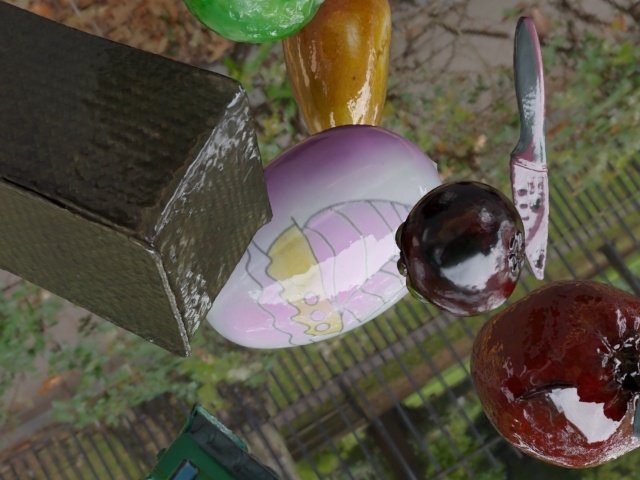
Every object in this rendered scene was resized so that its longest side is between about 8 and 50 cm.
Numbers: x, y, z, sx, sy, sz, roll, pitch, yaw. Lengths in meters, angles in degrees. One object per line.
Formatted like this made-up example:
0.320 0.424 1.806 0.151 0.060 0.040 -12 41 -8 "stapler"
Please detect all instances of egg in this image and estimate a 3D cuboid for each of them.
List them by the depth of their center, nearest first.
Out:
0.000 0.000 0.977 0.271 0.196 0.196 -34 170 -15 "egg"

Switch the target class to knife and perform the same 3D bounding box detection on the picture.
0.193 -0.081 0.904 0.035 0.248 0.018 -5 -168 -1 "knife"

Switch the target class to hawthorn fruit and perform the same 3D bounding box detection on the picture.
0.333 0.188 1.365 0.265 0.265 0.307 -25 177 -30 "hawthorn fruit"

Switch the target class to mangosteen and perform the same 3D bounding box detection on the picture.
0.080 0.004 0.572 0.081 0.081 0.081 -31 169 -7 "mangosteen"

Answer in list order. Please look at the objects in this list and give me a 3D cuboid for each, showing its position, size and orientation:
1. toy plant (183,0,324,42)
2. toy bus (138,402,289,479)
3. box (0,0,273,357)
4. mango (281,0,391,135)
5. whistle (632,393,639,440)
-0.082 -0.247 0.589 0.175 0.235 0.218 -65 -179 -52 "toy plant"
-0.079 0.377 1.188 0.199 0.343 0.183 -50 141 -11 "toy bus"
-0.189 -0.054 0.731 0.143 0.273 0.184 -61 163 -25 "box"
0.020 -0.224 1.238 0.137 0.257 0.187 3 140 -13 "mango"
0.498 0.218 1.027 0.405 0.188 0.168 -157 -88 -84 "whistle"
